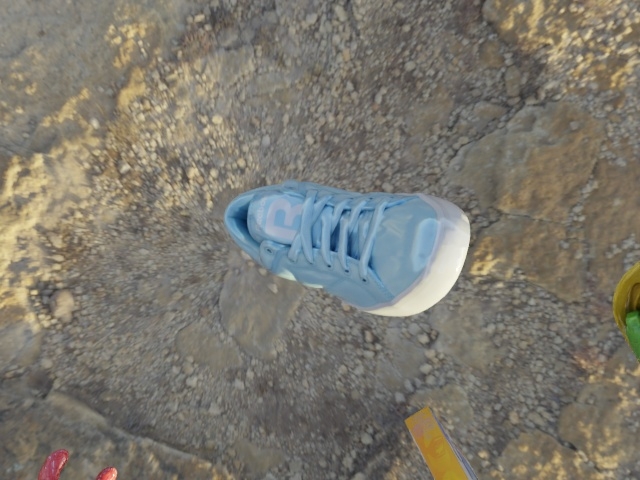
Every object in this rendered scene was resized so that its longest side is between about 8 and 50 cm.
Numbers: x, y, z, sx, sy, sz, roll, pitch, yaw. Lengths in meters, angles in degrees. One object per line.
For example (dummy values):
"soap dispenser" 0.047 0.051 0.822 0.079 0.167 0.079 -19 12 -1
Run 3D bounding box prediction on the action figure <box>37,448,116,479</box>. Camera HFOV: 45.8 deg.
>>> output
"action figure" -0.187 0.276 0.663 0.091 0.280 0.139 31 105 -31

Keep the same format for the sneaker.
"sneaker" 0.000 0.000 0.822 0.150 0.366 0.135 15 83 -30

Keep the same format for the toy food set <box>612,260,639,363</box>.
"toy food set" 0.372 0.110 0.726 0.128 0.071 0.218 -28 111 25

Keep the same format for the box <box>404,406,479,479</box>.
"box" 0.118 0.206 0.609 0.028 0.136 0.081 -35 123 2
